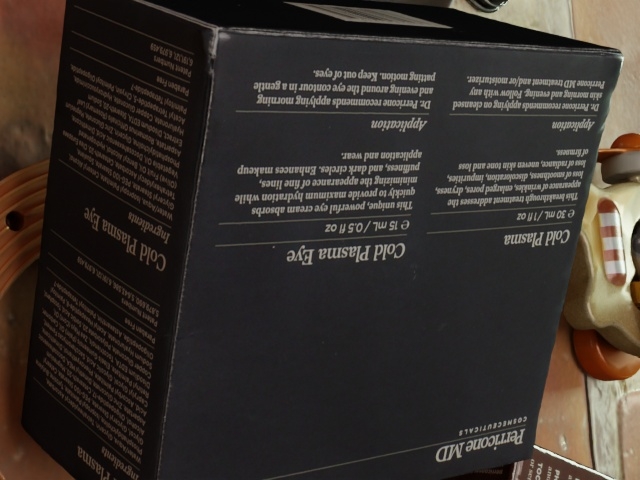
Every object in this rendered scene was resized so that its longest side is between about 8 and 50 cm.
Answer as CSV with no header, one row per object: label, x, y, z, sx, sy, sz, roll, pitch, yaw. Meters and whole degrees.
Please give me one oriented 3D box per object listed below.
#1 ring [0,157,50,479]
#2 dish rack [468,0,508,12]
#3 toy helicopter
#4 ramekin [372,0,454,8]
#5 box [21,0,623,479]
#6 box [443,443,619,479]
ring,-0.151,0.103,0.943,0.336,0.032,0.337,6,80,-38
dish rack,0.129,-0.372,1.201,0.271,0.074,0.208,37,62,-28
toy helicopter,0.261,-0.033,1.226,0.355,0.140,0.235,34,63,-28
ramekin,-0.006,-0.216,0.991,0.207,0.207,0.109,-4,78,-39
box,0.000,0.000,0.877,0.343,0.179,0.313,-3,110,-39
box,0.158,0.269,1.082,0.203,0.168,0.167,26,69,-34
